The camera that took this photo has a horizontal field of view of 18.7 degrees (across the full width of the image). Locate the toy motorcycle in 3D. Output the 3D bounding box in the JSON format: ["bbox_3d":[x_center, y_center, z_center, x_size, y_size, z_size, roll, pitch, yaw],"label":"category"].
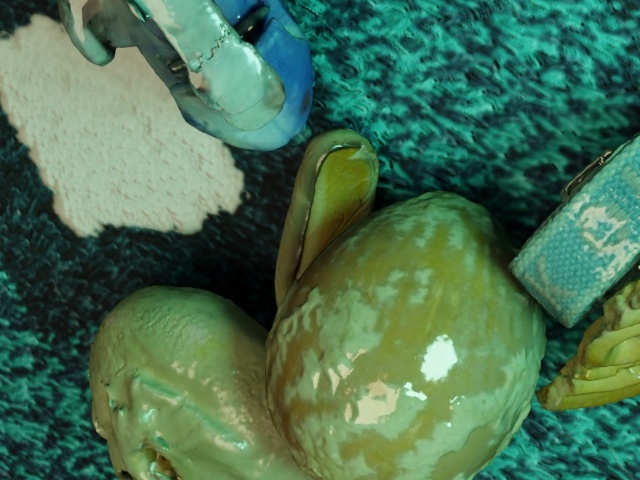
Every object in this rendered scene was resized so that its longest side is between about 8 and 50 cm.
[{"bbox_3d":[-0.115,-0.176,1.373,0.182,0.241,0.319,-30,103,32],"label":"toy motorcycle"}]

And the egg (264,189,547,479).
[{"bbox_3d":[0.063,0.082,1.447,0.203,0.203,0.245,24,96,14],"label":"egg"}]

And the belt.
[{"bbox_3d":[0.206,-0.017,1.352,0.163,0.147,0.082,-42,82,5],"label":"belt"}]

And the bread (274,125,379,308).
[{"bbox_3d":[0.000,0.000,1.526,0.053,0.073,0.214,-125,34,-46],"label":"bread"}]

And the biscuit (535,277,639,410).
[{"bbox_3d":[0.249,0.063,1.383,0.224,0.144,0.033,123,136,-52],"label":"biscuit"}]

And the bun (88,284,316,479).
[{"bbox_3d":[-0.099,0.149,1.599,0.239,0.141,0.239,28,145,22],"label":"bun"}]
